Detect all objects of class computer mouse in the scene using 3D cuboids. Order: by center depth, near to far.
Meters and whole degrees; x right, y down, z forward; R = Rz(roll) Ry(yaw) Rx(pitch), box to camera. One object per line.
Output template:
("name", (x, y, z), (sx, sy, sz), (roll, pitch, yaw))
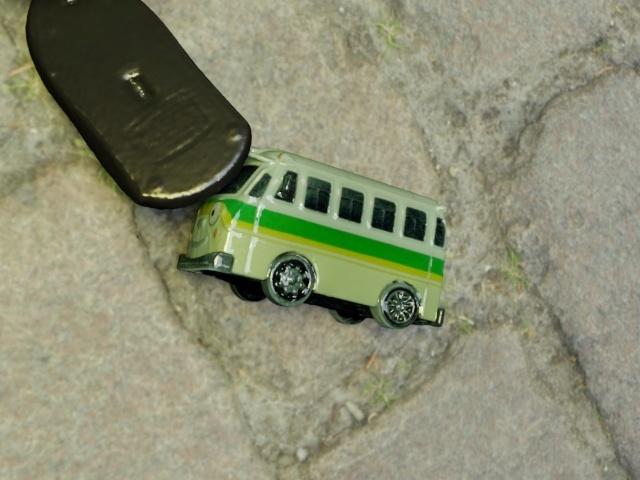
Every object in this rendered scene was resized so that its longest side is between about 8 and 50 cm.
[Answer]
("computer mouse", (-0.184, -0.143, 0.779), (0.137, 0.086, 0.270), (-38, 82, -14))

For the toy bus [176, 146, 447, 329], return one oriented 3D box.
("toy bus", (0.000, 0.000, 0.849), (0.276, 0.133, 0.165), (16, 81, -25))
